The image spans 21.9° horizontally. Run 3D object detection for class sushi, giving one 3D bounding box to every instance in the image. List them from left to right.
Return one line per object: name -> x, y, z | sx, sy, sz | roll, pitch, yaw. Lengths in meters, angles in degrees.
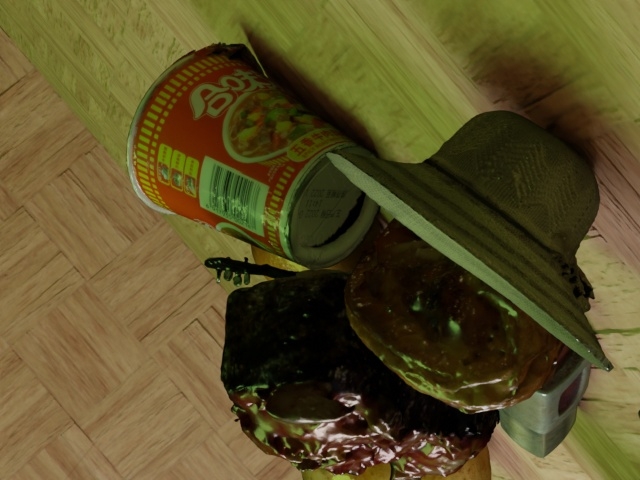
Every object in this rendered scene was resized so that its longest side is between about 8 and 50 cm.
sushi -> 0.046, 0.130, 1.584 | 0.343, 0.196, 0.182 | 16, -118, -48

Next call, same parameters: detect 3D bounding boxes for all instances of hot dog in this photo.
hot dog -> 0.108, 0.047, 1.395 | 0.099, 0.160, 0.227 | 43, 175, -41

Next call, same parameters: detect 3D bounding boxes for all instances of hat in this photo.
hat -> 0.129, -0.028, 1.127 | 0.252, 0.110, 0.252 | 38, 180, 0

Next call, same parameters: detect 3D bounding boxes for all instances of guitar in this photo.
guitar -> 0.002, 0.042, 1.654 | 0.084, 0.271, 0.038 | -22, 68, 51

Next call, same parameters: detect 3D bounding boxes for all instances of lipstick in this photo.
lipstick -> 0.200, 0.133, 1.516 | 0.077, 0.079, 0.253 | 39, 167, 18

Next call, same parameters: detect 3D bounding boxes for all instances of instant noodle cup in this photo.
instant noodle cup -> -0.054, -0.074, 1.627 | 0.212, 0.193, 0.193 | 30, 160, 38

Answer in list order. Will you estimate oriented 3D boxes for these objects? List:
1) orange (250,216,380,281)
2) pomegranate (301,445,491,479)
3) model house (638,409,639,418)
orange -> 0.000, 0.000, 1.789 | 0.155, 0.134, 0.154 | 26, 150, 16
pomegranate -> 0.099, 0.289, 2.128 | 0.260, 0.260, 0.260 | 47, 170, 11
model house -> 0.311, 0.211, 1.237 | 0.188, 0.122, 0.229 | -123, 15, -50
